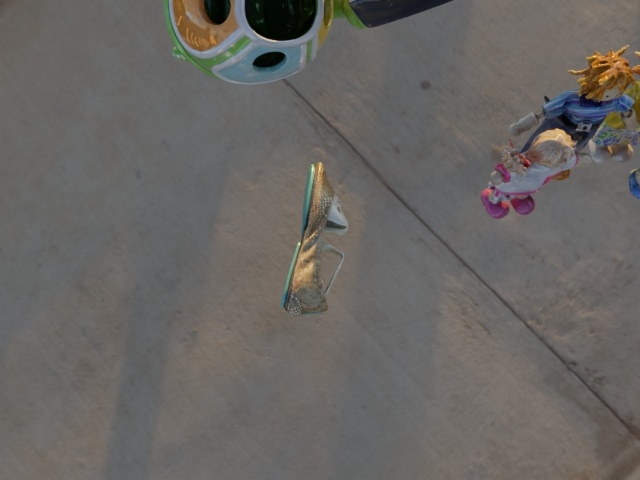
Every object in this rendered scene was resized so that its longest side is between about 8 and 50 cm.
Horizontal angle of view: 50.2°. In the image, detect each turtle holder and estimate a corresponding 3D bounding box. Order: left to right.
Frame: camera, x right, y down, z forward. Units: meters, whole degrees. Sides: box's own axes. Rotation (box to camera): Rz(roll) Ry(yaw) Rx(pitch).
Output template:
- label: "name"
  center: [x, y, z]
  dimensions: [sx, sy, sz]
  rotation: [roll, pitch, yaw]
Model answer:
- label: "turtle holder"
  center: [-0.075, -0.351, 1.075]
  dimensions: [0.227, 0.320, 0.243]
  rotation: [30, 97, 59]

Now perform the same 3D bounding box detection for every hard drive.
- label: "hard drive"
  center: [0.159, -0.359, 0.893]
  dimensions: [0.254, 0.172, 0.054]
  rotation: [-19, 121, 11]

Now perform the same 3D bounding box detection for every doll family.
- label: "doll family"
  center: [0.269, -0.112, 0.646]
  dimensions: [0.263, 0.163, 0.118]
  rotation: [-8, 70, -10]

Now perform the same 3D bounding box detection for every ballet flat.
- label: "ballet flat"
  center: [0.000, 0.000, 0.881]
  dimensions: [0.067, 0.073, 0.206]
  rotation: [11, 75, -2]
